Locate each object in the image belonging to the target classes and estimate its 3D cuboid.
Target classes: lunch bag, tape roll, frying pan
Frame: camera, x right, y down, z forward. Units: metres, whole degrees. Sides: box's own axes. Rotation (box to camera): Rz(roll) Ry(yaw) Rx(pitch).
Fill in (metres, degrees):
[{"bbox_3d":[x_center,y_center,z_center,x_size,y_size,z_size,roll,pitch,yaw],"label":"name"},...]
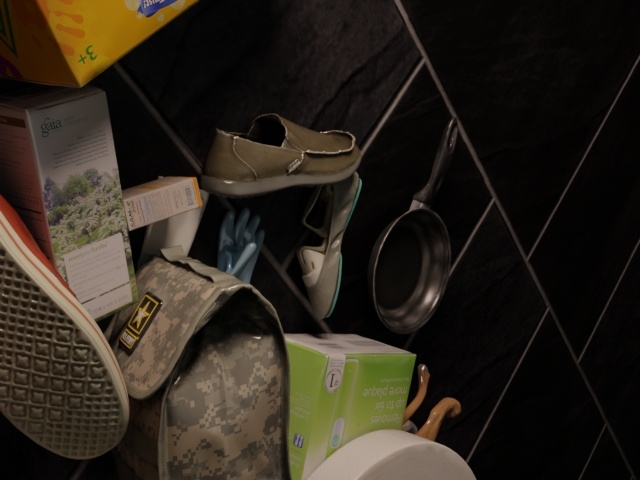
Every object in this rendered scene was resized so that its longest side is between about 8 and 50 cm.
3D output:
[{"bbox_3d":[-0.140,0.159,1.048,0.169,0.235,0.287,-6,100,-26],"label":"lunch bag"},{"bbox_3d":[0.083,0.456,1.342,0.392,0.072,0.392,-10,105,-41],"label":"tape roll"},{"bbox_3d":[0.134,-0.017,1.490,0.197,0.053,0.326,-17,111,-45],"label":"frying pan"}]

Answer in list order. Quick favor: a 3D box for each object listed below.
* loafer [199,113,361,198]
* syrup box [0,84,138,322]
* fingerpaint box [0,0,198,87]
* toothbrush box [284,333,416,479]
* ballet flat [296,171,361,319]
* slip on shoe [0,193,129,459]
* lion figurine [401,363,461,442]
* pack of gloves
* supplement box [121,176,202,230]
[{"bbox_3d":[-0.040,-0.114,1.228,0.251,0.094,0.087,-17,117,-45],"label":"loafer"},{"bbox_3d":[-0.265,-0.035,0.991,0.093,0.096,0.237,-27,120,-44],"label":"syrup box"},{"bbox_3d":[-0.188,-0.419,0.917,0.445,0.163,0.371,-45,130,-32],"label":"fingerpaint box"},{"bbox_3d":[0.005,0.281,1.373,0.206,0.122,0.283,9,95,-49],"label":"toothbrush box"},{"bbox_3d":[0.000,0.000,1.342,0.068,0.072,0.213,13,90,-22],"label":"ballet flat"},{"bbox_3d":[-0.285,0.062,0.926,0.123,0.101,0.331,-30,104,6],"label":"slip on shoe"},{"bbox_3d":[0.102,0.407,1.518,0.240,0.142,0.392,-14,105,-48],"label":"lion figurine"},{"bbox_3d":[-0.145,0.057,1.195,0.195,0.046,0.232,18,86,-50],"label":"pack of gloves"},{"bbox_3d":[-0.191,-0.042,1.091,0.098,0.062,0.036,-21,108,-37],"label":"supplement box"}]
